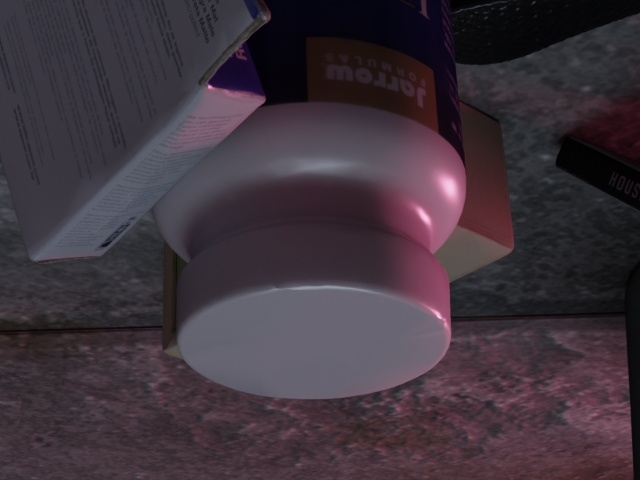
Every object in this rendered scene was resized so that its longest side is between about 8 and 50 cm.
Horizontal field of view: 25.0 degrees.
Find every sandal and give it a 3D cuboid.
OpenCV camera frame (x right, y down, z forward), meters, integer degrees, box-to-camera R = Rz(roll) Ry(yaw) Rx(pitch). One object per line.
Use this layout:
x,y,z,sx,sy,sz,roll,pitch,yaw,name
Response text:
0.138,-0.144,0.826,0.179,0.040,0.067,-16,157,-4,sandal

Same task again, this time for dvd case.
0.287,0.000,0.939,0.179,0.029,0.239,18,-169,-31,dvd case

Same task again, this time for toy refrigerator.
0.000,0.000,1.009,0.094,0.102,0.269,21,144,-37,toy refrigerator

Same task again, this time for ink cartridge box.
-0.096,-0.133,0.632,0.045,0.223,0.224,-7,161,-37,ink cartridge box

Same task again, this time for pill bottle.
-0.007,-0.066,0.712,0.153,0.264,0.153,-2,152,-1,pill bottle

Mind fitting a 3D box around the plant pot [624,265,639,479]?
0.382,0.173,1.112,0.341,0.334,0.341,-1,152,-1,plant pot
